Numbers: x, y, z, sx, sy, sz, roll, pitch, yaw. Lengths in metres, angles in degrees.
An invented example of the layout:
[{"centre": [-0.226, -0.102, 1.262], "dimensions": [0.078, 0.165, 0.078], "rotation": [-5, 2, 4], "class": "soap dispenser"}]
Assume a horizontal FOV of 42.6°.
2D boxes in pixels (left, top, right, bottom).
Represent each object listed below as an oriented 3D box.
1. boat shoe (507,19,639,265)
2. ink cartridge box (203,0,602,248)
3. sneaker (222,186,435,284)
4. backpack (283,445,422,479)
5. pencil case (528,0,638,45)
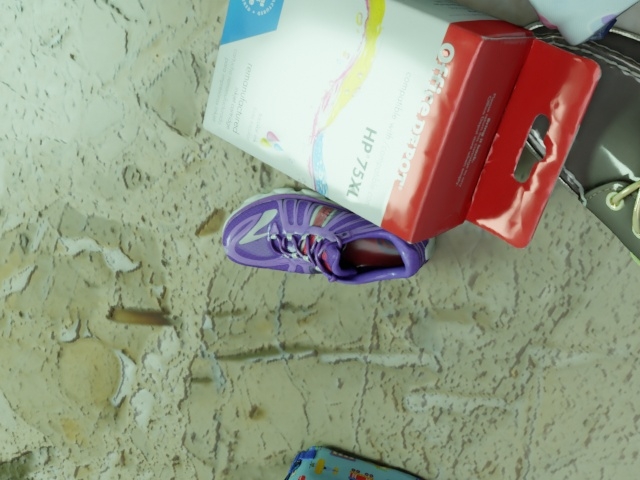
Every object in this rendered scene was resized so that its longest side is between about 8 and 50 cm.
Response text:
[{"centre": [0.237, -0.024, 0.508], "dimensions": [0.324, 0.096, 0.117], "rotation": [43, 117, 7], "class": "boat shoe"}, {"centre": [0.042, -0.092, 0.530], "dimensions": [0.231, 0.078, 0.134], "rotation": [30, 118, 27], "class": "ink cartridge box"}, {"centre": [0.000, 0.000, 0.623], "dimensions": [0.169, 0.071, 0.068], "rotation": [0, 111, 18], "class": "sneaker"}, {"centre": [0.014, 0.273, 0.669], "dimensions": [0.158, 0.173, 0.117], "rotation": [18, 115, 11], "class": "backpack"}, {"centre": [0.103, -0.241, 0.457], "dimensions": [0.273, 0.124, 0.113], "rotation": [43, 150, -7], "class": "pencil case"}]
